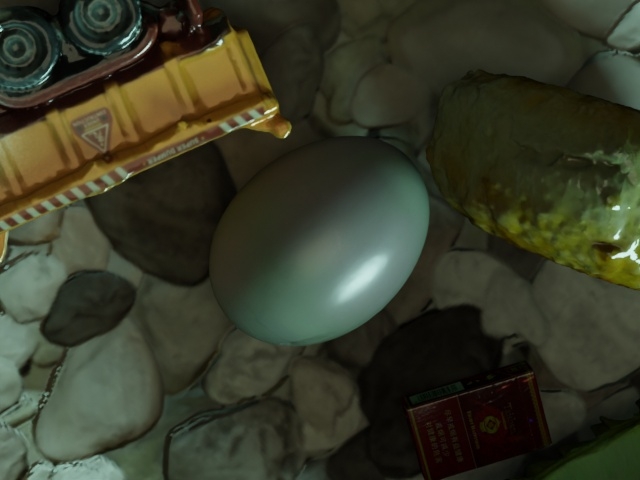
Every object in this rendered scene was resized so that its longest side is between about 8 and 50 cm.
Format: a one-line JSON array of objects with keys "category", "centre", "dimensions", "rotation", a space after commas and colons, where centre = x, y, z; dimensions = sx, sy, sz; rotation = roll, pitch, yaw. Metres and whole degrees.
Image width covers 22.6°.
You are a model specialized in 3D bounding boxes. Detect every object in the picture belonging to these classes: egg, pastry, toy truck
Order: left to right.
[{"category": "toy truck", "centre": [-0.162, -0.054, 0.859], "dimensions": [0.270, 0.114, 0.135], "rotation": [-24, 100, -3]}, {"category": "egg", "centre": [0.000, 0.000, 0.892], "dimensions": [0.135, 0.103, 0.103], "rotation": [-40, 105, 0]}, {"category": "pastry", "centre": [0.153, -0.028, 0.870], "dimensions": [0.192, 0.182, 0.093], "rotation": [15, 98, -22]}]

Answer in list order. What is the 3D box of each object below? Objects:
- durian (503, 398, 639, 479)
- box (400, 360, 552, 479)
[{"category": "durian", "centre": [0.204, 0.195, 0.916], "dimensions": [0.394, 0.198, 0.163], "rotation": [-8, 108, -6]}, {"category": "box", "centre": [0.095, 0.110, 0.972], "dimensions": [0.082, 0.023, 0.052], "rotation": [-17, 106, -3]}]
